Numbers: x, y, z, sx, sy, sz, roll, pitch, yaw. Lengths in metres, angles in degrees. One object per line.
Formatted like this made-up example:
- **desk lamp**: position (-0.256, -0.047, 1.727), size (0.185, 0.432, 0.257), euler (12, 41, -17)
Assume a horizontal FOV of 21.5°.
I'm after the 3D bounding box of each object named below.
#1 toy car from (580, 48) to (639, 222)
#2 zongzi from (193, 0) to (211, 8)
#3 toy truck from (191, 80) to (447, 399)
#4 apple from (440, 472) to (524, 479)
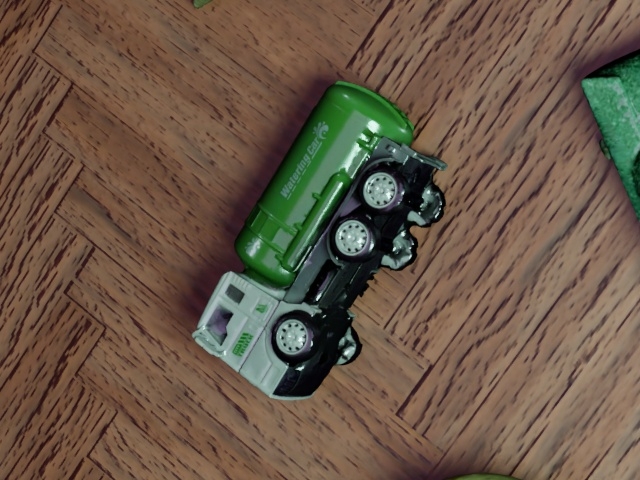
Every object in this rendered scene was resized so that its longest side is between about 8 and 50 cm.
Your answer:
- **toy car**: position (0.302, 0.001, 1.207), size (0.141, 0.097, 0.321), euler (-25, 81, 19)
- **zongzi**: position (0.002, -0.223, 1.348), size (0.189, 0.081, 0.178), euler (28, 121, 4)
- **toy truck**: position (0.000, 0.000, 1.320), size (0.125, 0.101, 0.242), euler (33, 98, 22)
- **apple**: position (0.121, 0.270, 1.230), size (0.200, 0.200, 0.200), euler (0, 90, 20)
